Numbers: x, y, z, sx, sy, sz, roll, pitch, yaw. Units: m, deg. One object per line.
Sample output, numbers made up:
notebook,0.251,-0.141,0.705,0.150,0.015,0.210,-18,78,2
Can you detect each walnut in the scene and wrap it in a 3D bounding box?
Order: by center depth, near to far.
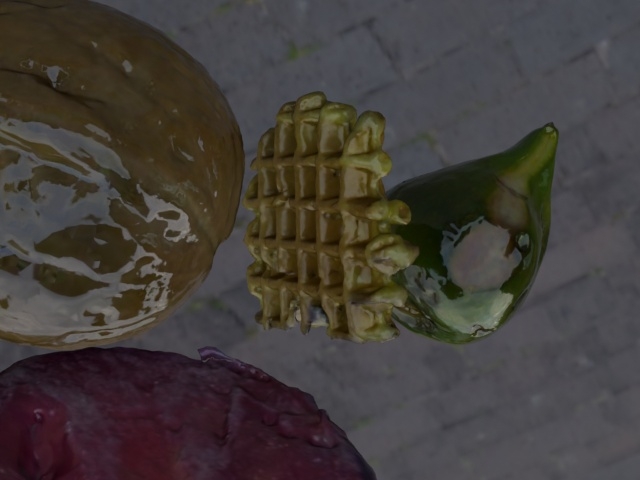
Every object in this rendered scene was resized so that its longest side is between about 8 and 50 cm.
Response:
walnut,-0.234,-0.061,1.424,0.333,0.332,0.332,-12,142,-9

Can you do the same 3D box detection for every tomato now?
tomato,-0.115,0.218,1.161,0.335,0.289,0.176,2,125,-7

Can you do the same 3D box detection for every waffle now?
waffle,-0.002,0.000,1.582,0.065,0.283,0.309,-8,142,-26

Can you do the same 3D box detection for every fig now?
fig,0.176,-0.021,1.781,0.275,0.206,0.206,-49,149,-22
